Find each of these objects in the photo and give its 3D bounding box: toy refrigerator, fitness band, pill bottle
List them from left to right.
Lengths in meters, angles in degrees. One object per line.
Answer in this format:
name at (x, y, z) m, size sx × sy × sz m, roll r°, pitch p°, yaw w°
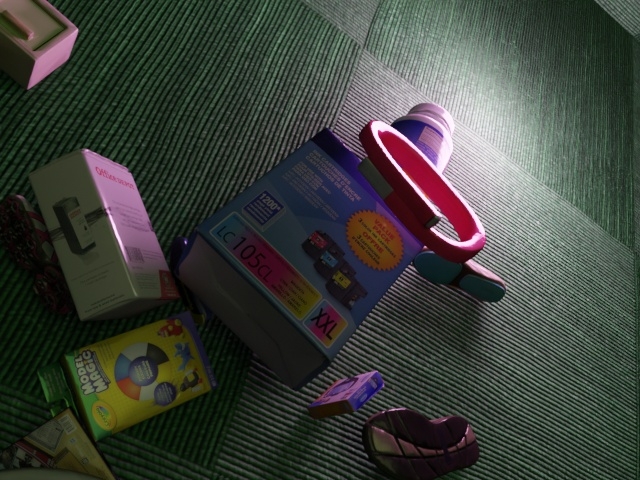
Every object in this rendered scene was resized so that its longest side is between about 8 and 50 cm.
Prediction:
toy refrigerator at (-0.519, -0.372, 0.944) m, size 0.269 × 0.094 × 0.102 m, roll 42°, pitch 52°, yaw -12°
pill bottle at (0.187, -0.166, 1.291) m, size 0.152 × 0.152 × 0.272 m, roll 40°, pitch 52°, yaw -13°
fitness band at (0.169, -0.088, 1.050) m, size 0.291 × 0.054 × 0.209 m, roll 53°, pitch 29°, yaw 15°

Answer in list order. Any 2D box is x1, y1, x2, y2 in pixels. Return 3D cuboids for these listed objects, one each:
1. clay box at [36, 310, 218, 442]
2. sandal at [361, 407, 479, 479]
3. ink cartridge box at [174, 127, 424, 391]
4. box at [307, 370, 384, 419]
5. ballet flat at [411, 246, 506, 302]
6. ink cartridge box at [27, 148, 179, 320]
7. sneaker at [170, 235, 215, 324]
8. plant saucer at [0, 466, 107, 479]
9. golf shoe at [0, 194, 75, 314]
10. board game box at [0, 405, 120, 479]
clay box at (-0.270, 0.197, 0.883) m, size 0.222 × 0.053 × 0.127 m, roll -18°, pitch 82°, yaw -38°
sandal at (0.175, 0.370, 1.095) m, size 0.302 × 0.086 × 0.120 m, roll 20°, pitch 53°, yaw -43°
ink cartridge box at (0.000, 0.000, 1.010) m, size 0.270 × 0.151 × 0.395 m, roll 44°, pitch 49°, yaw 1°
box at (0.045, 0.254, 1.017) m, size 0.081 × 0.136 × 0.028 m, roll -34°, pitch 90°, yaw -40°
ballet flat at (0.288, 0.060, 1.316) m, size 0.248 × 0.086 × 0.086 m, roll 28°, pitch 56°, yaw -23°
ink cartridge box at (-0.302, -0.003, 0.877) m, size 0.092 × 0.158 × 0.218 m, roll -22°, pitch 82°, yaw 4°
sneaker at (-0.198, 0.060, 0.996) m, size 0.059 × 0.053 × 0.144 m, roll -18°, pitch 89°, yaw -37°
plant saucer at (-0.320, 0.445, 0.663) m, size 0.400 × 0.100 × 0.401 m, roll 2°, pitch 81°, yaw -12°
golf shoe at (-0.389, 0.016, 0.886) m, size 0.186 × 0.067 × 0.086 m, roll 59°, pitch 27°, yaw -1°
board game box at (-0.317, 0.354, 0.761) m, size 0.165 × 0.042 × 0.243 m, roll -33°, pitch 90°, yaw -22°
